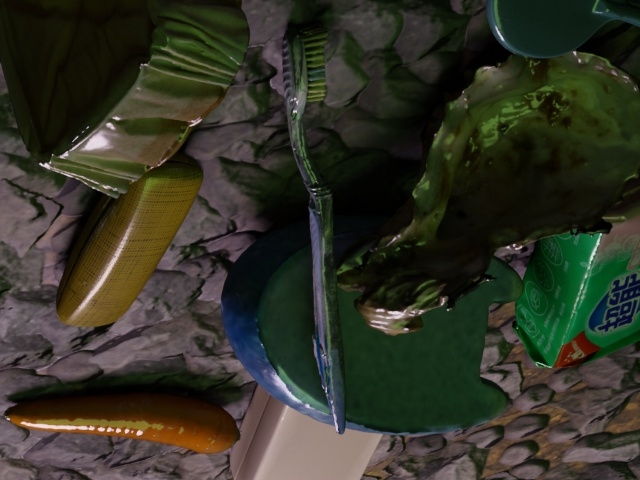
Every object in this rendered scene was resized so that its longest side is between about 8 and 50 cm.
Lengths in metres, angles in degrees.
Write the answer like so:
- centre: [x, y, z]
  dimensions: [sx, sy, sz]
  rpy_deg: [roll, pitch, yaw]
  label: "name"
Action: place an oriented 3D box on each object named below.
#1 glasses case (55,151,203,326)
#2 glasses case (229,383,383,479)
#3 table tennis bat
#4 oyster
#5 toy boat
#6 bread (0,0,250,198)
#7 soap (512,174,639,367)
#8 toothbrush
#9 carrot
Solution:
- centre: [-0.183, 0.001, 1.693]
  dimensions: [0.079, 0.064, 0.234]
  rpy_deg: [3, 139, -31]
  label: "glasses case"
- centre: [0.004, 0.179, 2.009]
  dimensions: [0.144, 0.076, 0.336]
  rpy_deg: [-2, 142, -21]
  label: "glasses case"
- centre: [0.232, -0.211, 1.592]
  dimensions: [0.201, 0.033, 0.124]
  rpy_deg: [7, 113, -31]
  label: "table tennis bat"
- centre: [0.161, -0.039, 1.689]
  dimensions: [0.337, 0.198, 0.133]
  rpy_deg: [-49, -178, 4]
  label: "oyster"
- centre: [0.047, 0.081, 1.822]
  dimensions: [0.330, 0.123, 0.215]
  rpy_deg: [6, 94, -28]
  label: "toy boat"
- centre: [-0.150, -0.162, 1.366]
  dimensions: [0.110, 0.209, 0.192]
  rpy_deg: [13, 135, -43]
  label: "bread"
- centre: [0.297, 0.009, 1.876]
  dimensions: [0.218, 0.098, 0.273]
  rpy_deg: [-19, 146, -21]
  label: "soap"
- centre: [0.000, 0.000, 1.652]
  dimensions: [0.042, 0.035, 0.413]
  rpy_deg: [-12, 117, -14]
  label: "toothbrush"
- centre: [-0.202, 0.190, 1.955]
  dimensions: [0.271, 0.066, 0.062]
  rpy_deg: [11, 92, -31]
  label: "carrot"
